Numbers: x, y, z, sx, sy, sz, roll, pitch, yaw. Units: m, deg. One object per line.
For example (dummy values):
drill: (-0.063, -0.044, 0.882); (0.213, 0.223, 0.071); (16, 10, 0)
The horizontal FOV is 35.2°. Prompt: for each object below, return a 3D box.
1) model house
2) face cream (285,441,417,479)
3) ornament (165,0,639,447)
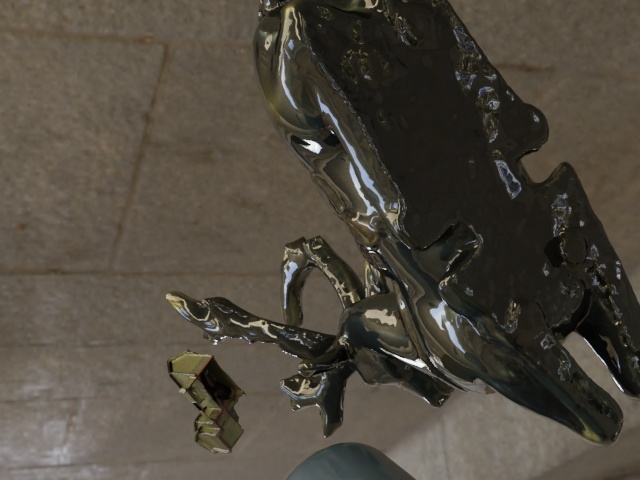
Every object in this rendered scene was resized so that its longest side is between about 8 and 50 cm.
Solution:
model house: (-0.107, 0.147, 0.923); (0.058, 0.057, 0.083); (-4, 131, 46)
face cream: (0.102, 0.178, 0.303); (0.086, 0.136, 0.385); (41, 174, -36)
ornament: (0.000, 0.000, 0.427); (0.080, 0.202, 0.236); (-42, -168, -25)
